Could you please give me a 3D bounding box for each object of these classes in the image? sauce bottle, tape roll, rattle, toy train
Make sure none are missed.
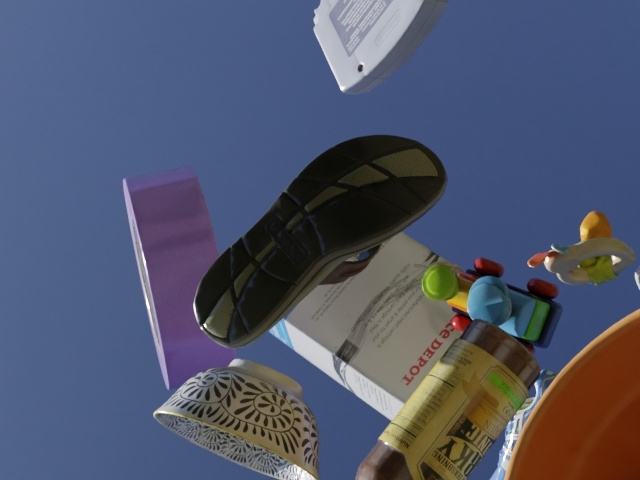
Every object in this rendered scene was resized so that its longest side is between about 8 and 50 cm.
[{"bbox_3d":[0.118,0.253,1.325,0.111,0.111,0.344,38,-101,0],"label":"sauce bottle"},{"bbox_3d":[-0.180,0.047,1.459,0.090,0.275,0.274,-13,-113,-11],"label":"tape roll"},{"bbox_3d":[0.414,-0.007,1.888,0.200,0.130,0.142,9,-108,-26],"label":"rattle"},{"bbox_3d":[0.179,0.064,1.509,0.143,0.248,0.105,19,-87,-51],"label":"toy train"}]

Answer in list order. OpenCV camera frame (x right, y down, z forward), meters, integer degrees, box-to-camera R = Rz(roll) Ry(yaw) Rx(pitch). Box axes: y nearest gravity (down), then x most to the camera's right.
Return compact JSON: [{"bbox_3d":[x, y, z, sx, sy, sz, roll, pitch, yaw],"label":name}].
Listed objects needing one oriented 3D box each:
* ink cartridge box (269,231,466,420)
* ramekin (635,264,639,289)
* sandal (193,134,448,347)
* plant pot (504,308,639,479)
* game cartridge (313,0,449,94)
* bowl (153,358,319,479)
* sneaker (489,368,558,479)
[{"bbox_3d":[0.088,0.111,1.733,0.307,0.129,0.223,34,-111,24],"label":"ink cartridge box"},{"bbox_3d":[0.419,0.059,1.109,0.207,0.207,0.109,44,-94,4],"label":"ramekin"},{"bbox_3d":[-0.002,0.000,1.197,0.120,0.303,0.086,59,-167,28],"label":"sandal"},{"bbox_3d":[0.294,0.197,0.757,0.203,0.291,0.290,39,-131,-30],"label":"plant pot"},{"bbox_3d":[0.101,-0.375,1.787,0.060,0.294,0.196,5,-128,-35],"label":"game cartridge"},{"bbox_3d":[-0.065,0.163,1.087,0.170,0.170,0.080,26,-108,-9],"label":"bowl"},{"bbox_3d":[0.269,0.251,1.469,0.081,0.211,0.080,41,-151,18],"label":"sneaker"}]
